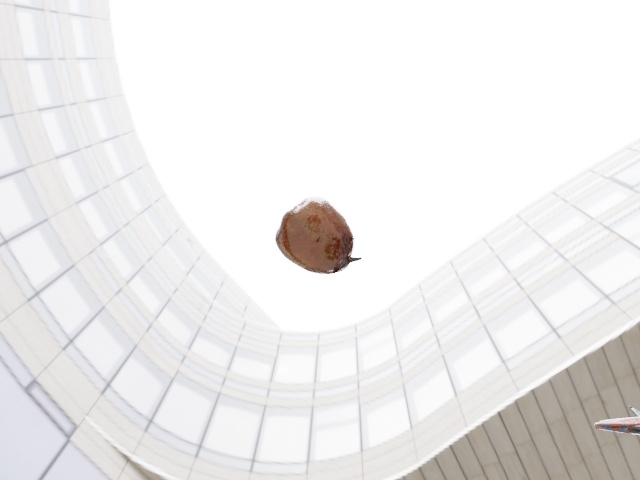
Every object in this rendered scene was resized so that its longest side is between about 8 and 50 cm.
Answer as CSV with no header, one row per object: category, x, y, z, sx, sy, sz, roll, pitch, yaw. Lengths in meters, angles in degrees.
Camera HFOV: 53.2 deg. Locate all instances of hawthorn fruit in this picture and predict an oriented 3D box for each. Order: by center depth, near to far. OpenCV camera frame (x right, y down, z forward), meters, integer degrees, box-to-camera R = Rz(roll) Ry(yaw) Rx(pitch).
hawthorn fruit,0.000,0.000,0.715,0.093,0.081,0.081,45,-76,17

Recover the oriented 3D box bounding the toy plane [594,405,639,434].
toy plane,0.387,0.194,0.690,0.189,0.061,0.130,2,-75,4
